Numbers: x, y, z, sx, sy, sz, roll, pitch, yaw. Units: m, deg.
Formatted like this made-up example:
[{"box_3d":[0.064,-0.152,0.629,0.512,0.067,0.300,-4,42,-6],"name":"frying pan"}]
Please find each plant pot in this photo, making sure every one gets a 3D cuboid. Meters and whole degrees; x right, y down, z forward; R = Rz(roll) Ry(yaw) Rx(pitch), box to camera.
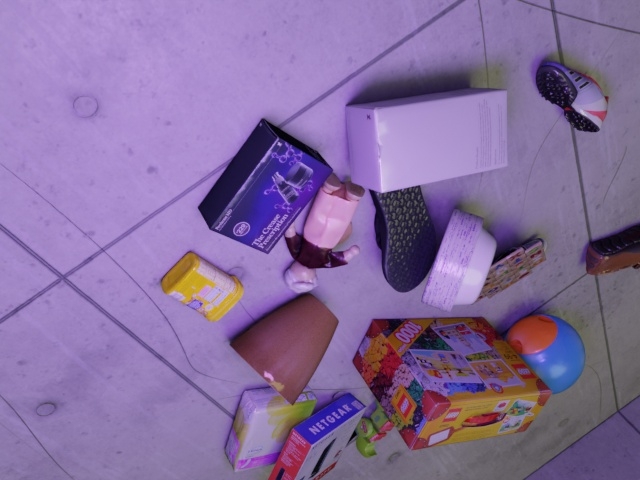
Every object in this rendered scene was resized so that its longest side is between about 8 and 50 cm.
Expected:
[{"box_3d":[-0.075,0.276,1.772,0.254,0.237,0.237,-46,136,-10],"name":"plant pot"}]

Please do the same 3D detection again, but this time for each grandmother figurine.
[{"box_3d":[0.000,0.000,1.666,0.208,0.104,0.342,27,119,-1],"name":"grandmother figurine"}]

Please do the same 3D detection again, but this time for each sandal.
[{"box_3d":[0.211,-0.063,1.755,0.167,0.107,0.446,-21,120,-14],"name":"sandal"}]

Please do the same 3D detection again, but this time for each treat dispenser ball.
[{"box_3d":[0.801,0.410,2.342,0.288,0.288,0.288,-16,132,-19],"name":"treat dispenser ball"}]

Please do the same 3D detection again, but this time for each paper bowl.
[{"box_3d":[0.393,0.065,1.815,0.284,0.148,0.284,21,90,-79],"name":"paper bowl"}]

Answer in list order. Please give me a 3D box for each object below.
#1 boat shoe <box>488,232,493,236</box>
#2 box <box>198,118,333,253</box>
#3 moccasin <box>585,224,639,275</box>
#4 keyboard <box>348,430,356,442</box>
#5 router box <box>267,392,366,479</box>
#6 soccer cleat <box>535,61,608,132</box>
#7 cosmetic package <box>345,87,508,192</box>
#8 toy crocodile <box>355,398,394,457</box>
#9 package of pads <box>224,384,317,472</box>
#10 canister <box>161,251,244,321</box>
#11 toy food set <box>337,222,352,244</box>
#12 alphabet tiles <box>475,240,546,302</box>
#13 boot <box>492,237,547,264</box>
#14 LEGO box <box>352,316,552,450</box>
[{"box_3d":[0.456,0.061,2.006,0.206,0.075,0.065,-36,132,-8],"name":"boat shoe"},{"box_3d":[-0.127,-0.118,1.494,0.184,0.103,0.261,26,109,-39],"name":"box"},{"box_3d":[1.137,0.044,2.357,0.380,0.139,0.147,-19,133,-17],"name":"moccasin"},{"box_3d":[0.096,0.650,2.302,0.100,0.038,0.192,-32,139,-38],"name":"keyboard"},{"box_3d":[-0.020,0.683,2.115,0.335,0.082,0.301,-15,135,-55],"name":"router box"},{"box_3d":[0.688,-0.411,1.762,0.318,0.108,0.116,28,85,-39],"name":"soccer cleat"},{"box_3d":[0.257,-0.247,1.546,0.365,0.155,0.197,-11,108,-22],"name":"cosmetic package"},{"box_3d":[0.228,0.621,2.286,0.115,0.105,0.340,12,118,-48],"name":"toy crocodile"},{"box_3d":[-0.164,0.583,2.034,0.229,0.101,0.296,0,124,-33],"name":"package of pads"},{"box_3d":[-0.290,0.115,1.601,0.126,0.073,0.170,-44,133,7],"name":"canister"},{"box_3d":[0.048,-0.022,1.731,0.082,0.020,0.083,14,116,-38],"name":"toy food set"},{"box_3d":[0.580,0.109,2.050,0.285,0.011,0.342,-34,156,11],"name":"alphabet tiles"},{"box_3d":[0.650,0.047,2.113,0.190,0.069,0.086,-41,141,5],"name":"boot"},{"box_3d":[0.412,0.435,2.070,0.500,0.372,0.193,3,123,-33],"name":"LEGO box"}]
